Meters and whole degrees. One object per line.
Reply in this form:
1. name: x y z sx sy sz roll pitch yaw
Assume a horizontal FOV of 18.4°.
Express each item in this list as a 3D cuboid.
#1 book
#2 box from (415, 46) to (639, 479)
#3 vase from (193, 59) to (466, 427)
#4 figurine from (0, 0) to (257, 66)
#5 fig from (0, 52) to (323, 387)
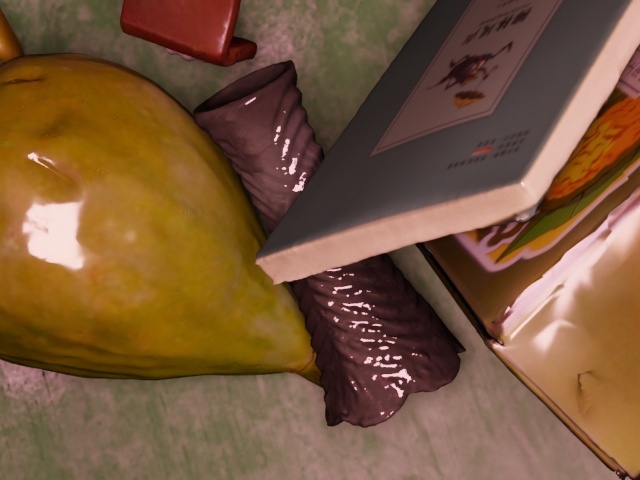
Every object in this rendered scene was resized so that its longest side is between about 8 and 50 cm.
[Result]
1. book: 0.126 -0.135 1.220 0.031 0.264 0.379 45 60 -19
2. box: 0.223 -0.091 1.192 0.373 0.420 0.138 -44 110 5
3. vase: 0.000 0.000 1.335 0.115 0.115 0.237 -26 106 10
4. figurine: -0.108 -0.251 1.417 0.338 0.204 0.283 -36 49 -5
5. fig: -0.139 -0.015 1.398 0.314 0.233 0.233 3 82 -12
